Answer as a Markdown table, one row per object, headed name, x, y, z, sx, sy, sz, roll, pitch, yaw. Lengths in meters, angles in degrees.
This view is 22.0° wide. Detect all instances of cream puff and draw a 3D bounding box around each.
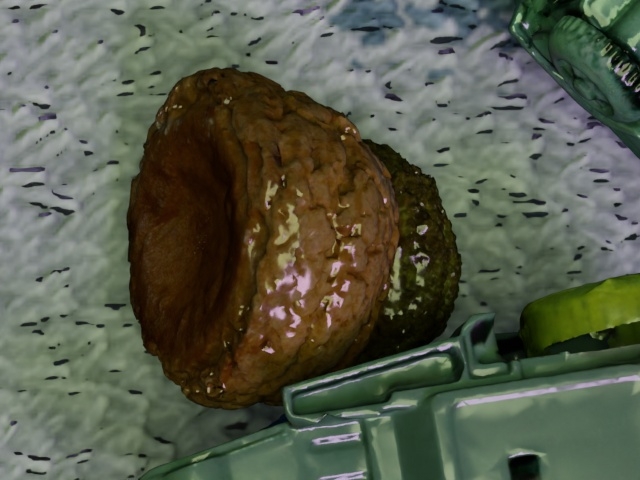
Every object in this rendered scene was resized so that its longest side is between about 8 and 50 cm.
| name | x | y | z | sx | sy | sz | roll | pitch | yaw |
| --- | --- | --- | --- | --- | --- | --- | --- | --- | --- |
| cream puff | 0.000 | 0.000 | 0.893 | 0.169 | 0.183 | 0.183 | 3 | 93 | -30 |

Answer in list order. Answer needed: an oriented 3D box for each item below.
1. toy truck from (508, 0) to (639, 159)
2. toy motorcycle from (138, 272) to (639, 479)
| name | x | y | z | sx | sy | sz | roll | pitch | yaw |
| --- | --- | --- | --- | --- | --- | --- | --- | --- | --- |
| toy truck | 0.240 | -0.078 | 0.912 | 0.279 | 0.156 | 0.155 | 44 | 87 | -8 |
| toy motorcycle | 0.057 | 0.138 | 0.853 | 0.327 | 0.200 | 0.191 | -7 | 79 | -6 |
